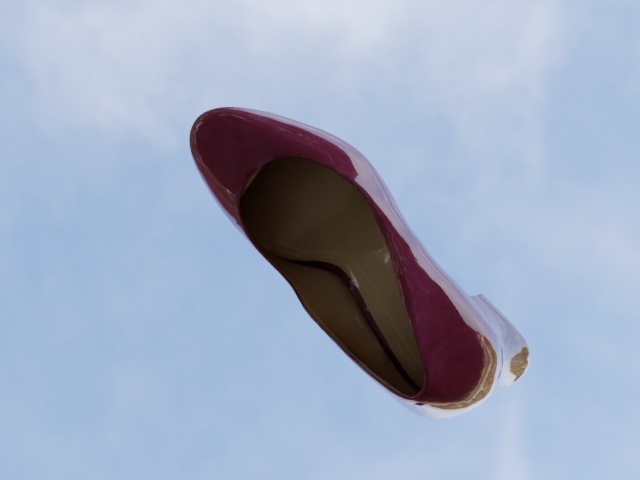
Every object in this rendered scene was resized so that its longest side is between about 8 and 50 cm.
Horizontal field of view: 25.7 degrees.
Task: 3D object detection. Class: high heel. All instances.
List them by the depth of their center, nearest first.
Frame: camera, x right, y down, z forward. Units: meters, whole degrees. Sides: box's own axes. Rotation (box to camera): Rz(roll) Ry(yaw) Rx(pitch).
[{"bbox_3d":[0.000,0.000,1.137,0.181,0.377,0.127,-1,-57,-62],"label":"high heel"}]
